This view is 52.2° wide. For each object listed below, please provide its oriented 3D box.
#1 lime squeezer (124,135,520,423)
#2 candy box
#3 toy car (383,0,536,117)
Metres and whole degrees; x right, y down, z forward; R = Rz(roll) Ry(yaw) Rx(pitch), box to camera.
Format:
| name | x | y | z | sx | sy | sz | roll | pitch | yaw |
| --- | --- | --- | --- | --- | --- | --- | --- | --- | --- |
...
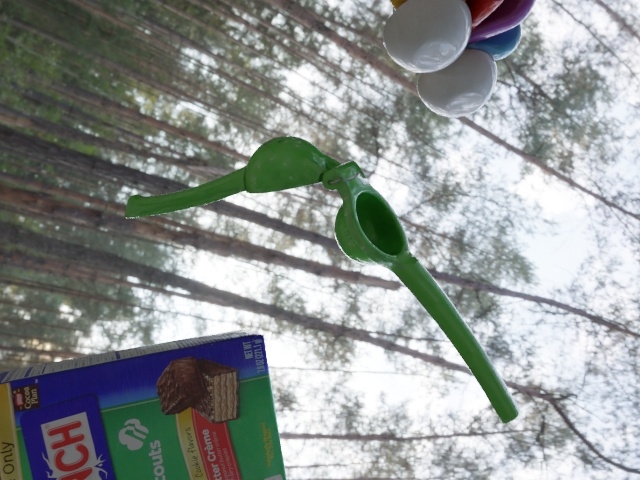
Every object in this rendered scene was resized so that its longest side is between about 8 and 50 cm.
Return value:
| name | x | y | z | sx | sy | sz | roll | pitch | yaw |
| --- | --- | --- | --- | --- | --- | --- | --- | --- | --- |
| lime squeezer | 0.000 | 0.000 | 0.420 | 0.310 | 0.059 | 0.110 | 27 | -80 | 17 |
| candy box | -0.212 | 0.267 | 0.799 | 0.122 | 0.317 | 0.268 | 164 | -83 | -71 |
| toy car | 0.126 | -0.218 | 0.595 | 0.136 | 0.182 | 0.159 | -23 | -120 | 21 |
